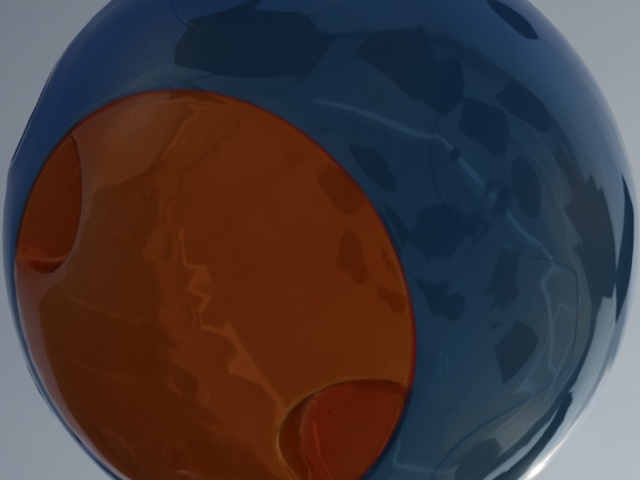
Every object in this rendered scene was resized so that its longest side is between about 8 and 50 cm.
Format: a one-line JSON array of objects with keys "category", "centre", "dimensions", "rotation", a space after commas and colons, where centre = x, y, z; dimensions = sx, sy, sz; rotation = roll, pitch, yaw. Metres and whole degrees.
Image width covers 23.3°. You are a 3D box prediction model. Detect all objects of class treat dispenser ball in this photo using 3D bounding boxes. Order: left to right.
[{"category": "treat dispenser ball", "centre": [0.000, 0.000, 0.714], "dimensions": [0.288, 0.288, 0.288], "rotation": [-6, -71, -18]}]
